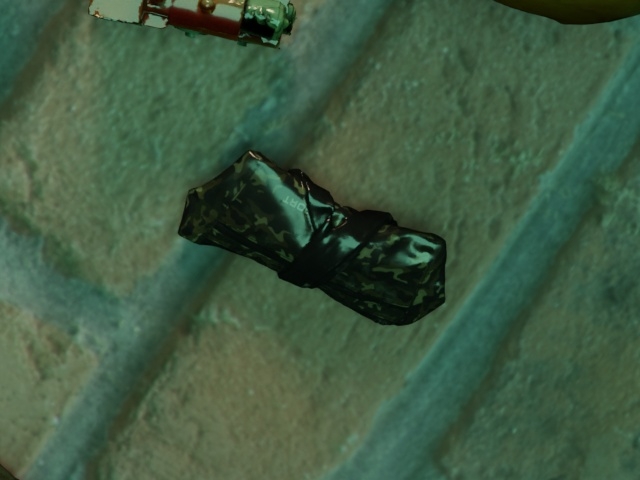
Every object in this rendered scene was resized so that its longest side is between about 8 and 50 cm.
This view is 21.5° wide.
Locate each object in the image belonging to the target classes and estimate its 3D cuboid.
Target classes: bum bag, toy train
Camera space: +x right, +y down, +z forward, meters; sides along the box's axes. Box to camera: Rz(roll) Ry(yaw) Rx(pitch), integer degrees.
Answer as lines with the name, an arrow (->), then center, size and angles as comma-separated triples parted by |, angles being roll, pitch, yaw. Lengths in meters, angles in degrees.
bum bag -> 0.000, 0.000, 1.492 | 0.248, 0.069, 0.102 | 22, 136, -9
toy train -> -0.106, -0.202, 1.416 | 0.176, 0.118, 0.074 | 14, 104, -5

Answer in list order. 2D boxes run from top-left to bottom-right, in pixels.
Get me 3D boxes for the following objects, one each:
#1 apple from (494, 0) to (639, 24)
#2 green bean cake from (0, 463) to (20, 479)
apple -> 0.221, -0.354, 1.286 | 0.384, 0.374, 0.374 | -25, 103, 8
green bean cake -> -0.344, 0.280, 1.479 | 0.094, 0.173, 0.181 | 40, 95, -10
